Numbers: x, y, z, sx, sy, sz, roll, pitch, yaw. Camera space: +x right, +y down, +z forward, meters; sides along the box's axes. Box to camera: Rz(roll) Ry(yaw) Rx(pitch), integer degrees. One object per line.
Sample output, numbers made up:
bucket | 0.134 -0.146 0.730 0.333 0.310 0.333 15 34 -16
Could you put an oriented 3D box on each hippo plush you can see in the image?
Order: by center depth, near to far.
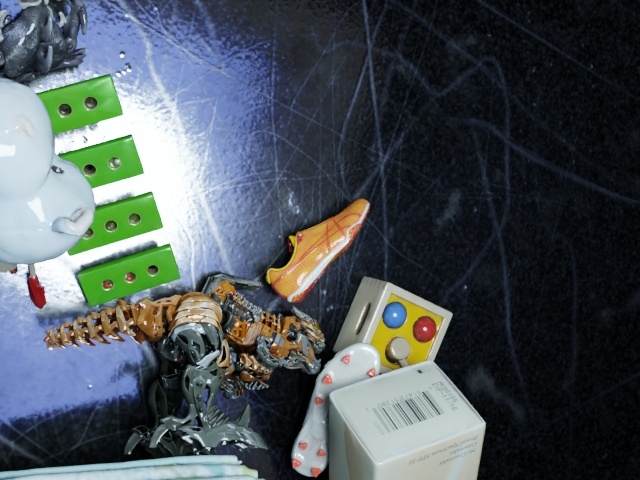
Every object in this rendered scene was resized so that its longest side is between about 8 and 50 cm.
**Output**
hippo plush | -0.322 -0.012 0.654 0.236 0.234 0.294 -18 118 -7

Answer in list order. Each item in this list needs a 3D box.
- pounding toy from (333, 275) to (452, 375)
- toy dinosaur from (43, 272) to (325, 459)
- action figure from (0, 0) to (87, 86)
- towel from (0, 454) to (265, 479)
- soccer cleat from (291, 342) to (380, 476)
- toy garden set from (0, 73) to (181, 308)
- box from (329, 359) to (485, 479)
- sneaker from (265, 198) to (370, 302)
pounding toy | 0.103 0.141 0.985 0.130 0.100 0.141 26 84 -23
toy dinosaur | -0.145 0.139 0.873 0.321 0.164 0.219 3 68 -11
action figure | -0.312 -0.261 0.757 0.164 0.141 0.276 -26 147 -47
towel | -0.242 0.395 0.795 0.374 0.090 0.321 -2 105 -9
soccer cleat | 0.016 0.206 0.943 0.068 0.076 0.196 27 104 2
toy garden set | -0.287 -0.040 0.815 0.203 0.049 0.244 -17 118 -8
box | 0.095 0.315 0.916 0.147 0.121 0.311 -15 125 -20
sneaker | 0.000 0.000 0.953 0.067 0.064 0.175 41 65 7
